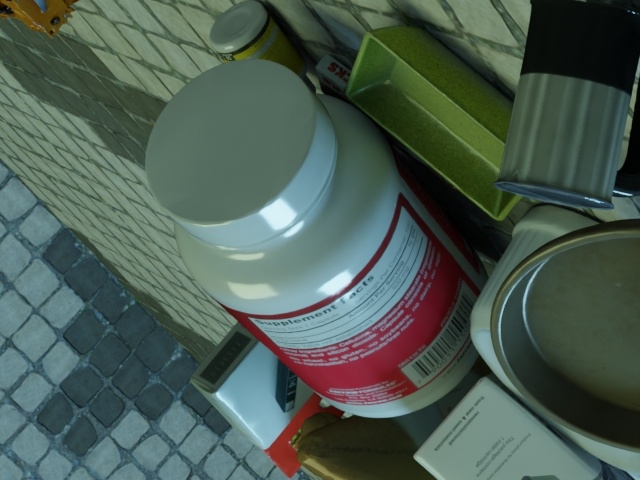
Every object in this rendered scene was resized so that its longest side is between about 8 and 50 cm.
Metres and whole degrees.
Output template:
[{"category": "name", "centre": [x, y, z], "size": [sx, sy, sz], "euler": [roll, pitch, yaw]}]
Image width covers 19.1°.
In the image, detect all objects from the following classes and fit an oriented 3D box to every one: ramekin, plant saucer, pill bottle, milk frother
[{"category": "ramekin", "centre": [0.260, 0.103, 1.771], "size": [0.273, 0.127, 0.273], "euler": [38, 167, 10]}, {"category": "plant saucer", "centre": [0.114, -0.110, 1.660], "size": [0.188, 0.045, 0.188], "euler": [40, 168, 4]}, {"category": "pill bottle", "centre": [-0.053, -0.176, 1.880], "size": [0.065, 0.065, 0.116], "euler": [25, 160, 51]}, {"category": "pill bottle", "centre": [0.000, 0.000, 1.866], "size": [0.229, 0.229, 0.408], "euler": [31, 170, 36]}, {"category": "milk frother", "centre": [0.199, -0.090, 1.272], "size": [0.129, 0.135, 0.143], "euler": [12, 177, -15]}, {"category": "plant saucer", "centre": [0.277, 0.077, 1.552], "size": [0.277, 0.041, 0.278], "euler": [11, 139, 9]}]

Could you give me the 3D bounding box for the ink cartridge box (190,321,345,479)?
[{"category": "ink cartridge box", "centre": [0.002, 0.138, 2.303], "size": [0.060, 0.275, 0.239], "euler": [26, 161, 48]}]

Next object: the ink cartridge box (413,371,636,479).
[{"category": "ink cartridge box", "centre": [0.243, 0.261, 1.933], "size": [0.273, 0.115, 0.198], "euler": [42, -172, 9]}]

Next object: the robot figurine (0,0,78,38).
[{"category": "robot figurine", "centre": [-0.422, -0.367, 2.263], "size": [0.211, 0.085, 0.291], "euler": [25, 160, 50]}]

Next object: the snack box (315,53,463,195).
[{"category": "snack box", "centre": [0.071, -0.112, 1.830], "size": [0.178, 0.022, 0.064], "euler": [37, 169, 16]}]

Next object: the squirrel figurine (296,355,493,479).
[{"category": "squirrel figurine", "centre": [0.165, 0.292, 2.267], "size": [0.397, 0.281, 0.370], "euler": [27, 151, 5]}]
